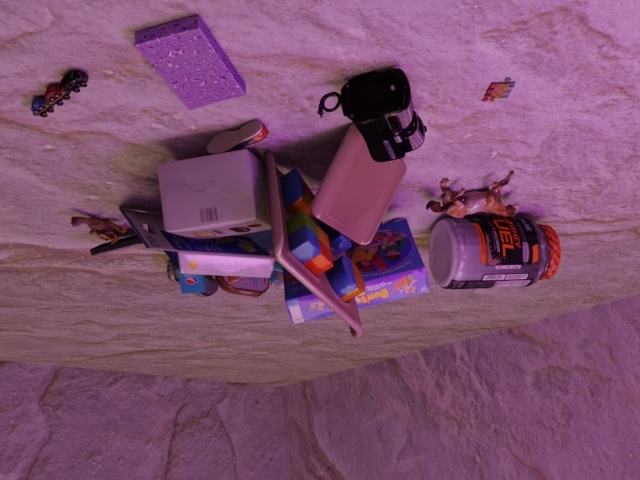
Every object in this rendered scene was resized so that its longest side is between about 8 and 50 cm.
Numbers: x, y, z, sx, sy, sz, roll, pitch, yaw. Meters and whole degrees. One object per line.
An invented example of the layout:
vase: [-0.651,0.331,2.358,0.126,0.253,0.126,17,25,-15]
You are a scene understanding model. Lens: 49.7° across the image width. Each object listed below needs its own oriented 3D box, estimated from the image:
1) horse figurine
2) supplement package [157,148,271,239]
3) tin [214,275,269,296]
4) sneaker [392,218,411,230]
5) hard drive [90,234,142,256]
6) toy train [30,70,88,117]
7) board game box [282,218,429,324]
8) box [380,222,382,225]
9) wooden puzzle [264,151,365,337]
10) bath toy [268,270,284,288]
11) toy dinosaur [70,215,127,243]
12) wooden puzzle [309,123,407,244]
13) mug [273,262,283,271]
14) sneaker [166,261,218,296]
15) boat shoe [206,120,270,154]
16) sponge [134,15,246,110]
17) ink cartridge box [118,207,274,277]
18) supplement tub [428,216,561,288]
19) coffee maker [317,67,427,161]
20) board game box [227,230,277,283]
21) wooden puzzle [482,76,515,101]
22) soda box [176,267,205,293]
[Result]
horse figurine: [0.397,-0.107,1.804,0.263,0.066,0.174,-9,153,0]
supplement package: [-0.217,-0.092,1.488,0.194,0.149,0.203,-8,174,7]
tin: [-0.239,0.116,2.136,0.189,0.106,0.040,12,152,-40]
sneaker: [0.208,0.011,2.036,0.090,0.095,0.235,2,138,-9]
hard drive: [-0.528,0.009,1.829,0.135,0.022,0.094,-14,-172,6]
toy train: [-0.469,-0.259,1.227,0.158,0.027,0.036,-22,150,34]
board game box: [0.079,0.074,1.757,0.347,0.233,0.078,-13,122,3]
box: [0.117,-0.071,1.822,0.054,0.059,0.169,-14,157,15]
wooden puzzle: [0.000,0.000,1.511,0.080,0.322,0.348,-28,130,15]
bath toy: [-0.040,0.126,2.205,0.129,0.151,0.348,-48,148,7]
toy dinosaur: [-0.550,-0.032,1.768,0.112,0.064,0.211,21,172,20]
wooden puzzle: [0.084,-0.120,1.533,0.044,0.221,0.238,25,178,37]
mug: [-0.082,0.024,1.938,0.157,0.097,0.129,13,156,-23]
sneaker: [-0.369,0.114,2.135,0.098,0.083,0.223,-22,153,23]
boat shoe: [-0.170,-0.206,1.423,0.137,0.049,0.043,-20,158,20]
sponge: [-0.218,-0.299,1.189,0.117,0.031,0.210,-11,158,12]
ink cartridge box: [-0.308,0.008,1.669,0.307,0.072,0.303,4,-163,-29]
supplement tub: [0.502,0.035,1.998,0.337,0.207,0.207,-1,158,-14]
coffee maker: [0.108,-0.241,1.346,0.171,0.120,0.178,11,164,21]
board game box: [-0.160,0.004,1.821,0.027,0.145,0.281,13,152,-39]
wooden puzzle: [0.358,-0.299,1.381,0.049,0.006,0.083,-3,158,-7]
soda box: [-0.370,0.066,1.960,0.071,0.067,0.210,-4,143,-7]
